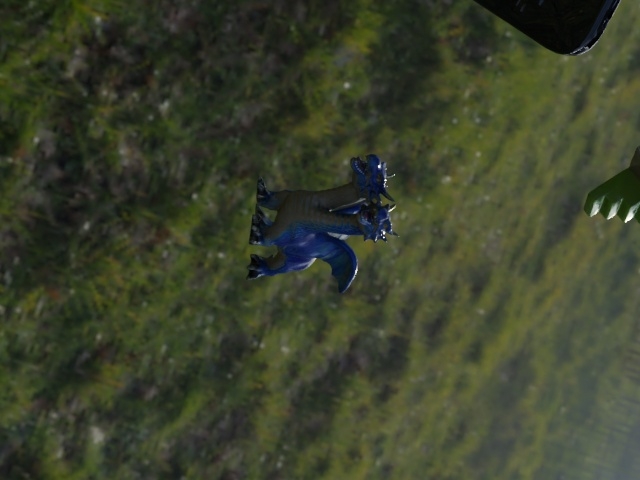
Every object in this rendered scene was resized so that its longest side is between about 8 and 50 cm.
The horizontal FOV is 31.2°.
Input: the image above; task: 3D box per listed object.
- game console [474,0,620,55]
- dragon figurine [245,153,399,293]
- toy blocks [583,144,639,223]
[{"bbox_3d":[0.122,-0.314,0.808,0.173,0.250,0.293,-4,128,-46],"label":"game console"},{"bbox_3d":[0.000,0.000,1.182,0.289,0.144,0.085,102,-4,-64],"label":"dragon figurine"},{"bbox_3d":[0.483,-0.045,1.068,0.381,0.261,0.191,-32,162,-5],"label":"toy blocks"}]
